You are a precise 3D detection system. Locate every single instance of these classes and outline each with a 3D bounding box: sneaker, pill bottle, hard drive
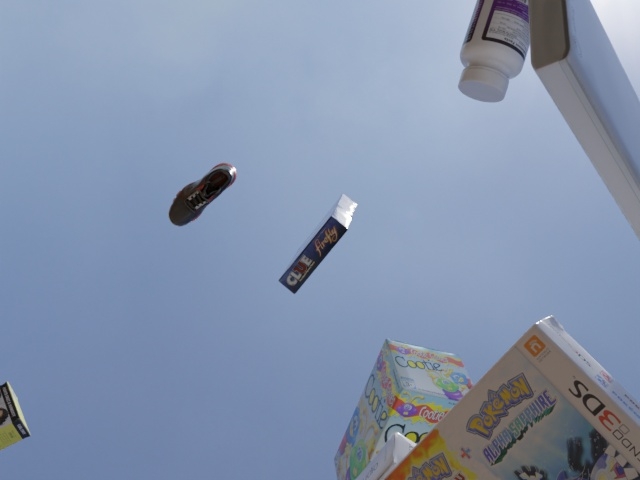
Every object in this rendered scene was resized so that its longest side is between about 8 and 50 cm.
[{"bbox_3d":[-0.224,-0.086,1.337,0.158,0.061,0.065,-44,-169,4],"label":"sneaker"},{"bbox_3d":[0.296,-0.335,1.200,0.108,0.108,0.194,11,-102,46],"label":"pill bottle"},{"bbox_3d":[0.360,-0.183,0.923,0.047,0.353,0.233,-18,-134,34],"label":"hard drive"}]

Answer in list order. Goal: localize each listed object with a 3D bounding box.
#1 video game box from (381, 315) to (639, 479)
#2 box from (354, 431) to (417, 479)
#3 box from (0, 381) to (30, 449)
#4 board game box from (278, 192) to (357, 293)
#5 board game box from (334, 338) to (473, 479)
[{"bbox_3d":[0.167,0.193,0.537,0.187,0.048,0.205,48,-64,25],"label":"video game box"},{"bbox_3d":[0.146,0.382,0.788,0.232,0.322,0.058,-55,-176,21],"label":"box"},{"bbox_3d":[-0.575,0.311,1.100,0.232,0.058,0.087,-24,-130,-19],"label":"box"},{"bbox_3d":[0.000,0.000,1.443,0.165,0.042,0.243,-51,-177,15],"label":"board game box"},{"bbox_3d":[0.140,0.330,1.224,0.142,0.144,0.275,-103,-151,-64],"label":"board game box"}]
